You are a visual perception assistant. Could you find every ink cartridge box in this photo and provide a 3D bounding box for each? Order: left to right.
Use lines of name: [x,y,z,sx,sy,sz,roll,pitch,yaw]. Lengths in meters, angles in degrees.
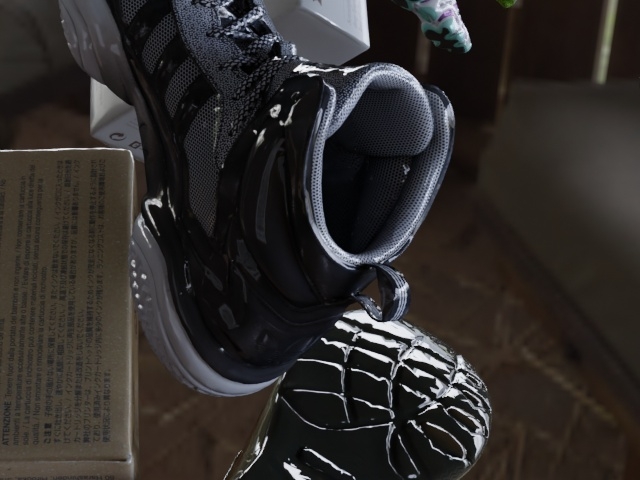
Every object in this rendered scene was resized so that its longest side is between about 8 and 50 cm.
ink cartridge box: [-0.194,0.058,1.009,0.193,0.088,0.235,-2,45,-3]

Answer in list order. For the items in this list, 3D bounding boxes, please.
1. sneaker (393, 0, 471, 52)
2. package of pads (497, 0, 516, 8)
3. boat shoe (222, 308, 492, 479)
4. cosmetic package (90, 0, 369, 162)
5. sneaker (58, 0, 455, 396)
sneaker: [0.100,-0.203,1.518,0.038,0.098,0.069,3,59,46]
package of pads: [0.113,-0.327,1.204,0.296,0.229,0.101,42,29,-24]
boat shoe: [-0.006,0.145,1.015,0.122,0.120,0.324,36,30,5]
cosmetic package: [-0.073,-0.158,1.422,0.085,0.231,0.117,25,52,-42]
sneaker: [-0.024,-0.075,0.823,0.101,0.269,0.153,-3,-13,-44]
